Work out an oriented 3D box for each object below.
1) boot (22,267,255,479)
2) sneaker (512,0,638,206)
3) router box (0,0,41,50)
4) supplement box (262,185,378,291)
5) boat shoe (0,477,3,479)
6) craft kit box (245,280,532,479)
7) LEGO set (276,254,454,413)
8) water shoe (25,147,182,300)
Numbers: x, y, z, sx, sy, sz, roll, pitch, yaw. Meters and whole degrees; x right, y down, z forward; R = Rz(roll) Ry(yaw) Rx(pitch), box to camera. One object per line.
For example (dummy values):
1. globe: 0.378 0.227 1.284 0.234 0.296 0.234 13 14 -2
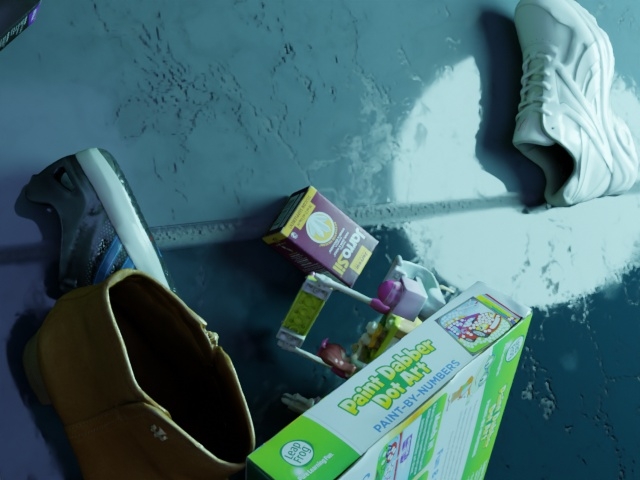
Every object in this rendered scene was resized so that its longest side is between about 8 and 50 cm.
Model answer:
1. boot: -0.096 0.162 0.598 0.104 0.211 0.295 -38 99 -34
2. sneaker: 0.241 -0.142 0.886 0.115 0.090 0.232 -22 92 -24
3. router box: -0.320 -0.194 0.636 0.179 0.046 0.133 45 66 -14
4. supplement box: 0.000 0.000 0.768 0.083 0.043 0.055 38 67 -17
5. boat shoe: -0.275 0.092 0.596 0.076 0.083 0.226 -38 99 -25
6. craft kit box: 0.046 0.186 0.634 0.247 0.061 0.249 -27 137 -38
7. LEGO set: -0.002 0.133 0.718 0.107 0.132 0.286 26 101 -4
8. water shoe: -0.162 0.030 0.681 0.080 0.073 0.203 -24 89 -6
